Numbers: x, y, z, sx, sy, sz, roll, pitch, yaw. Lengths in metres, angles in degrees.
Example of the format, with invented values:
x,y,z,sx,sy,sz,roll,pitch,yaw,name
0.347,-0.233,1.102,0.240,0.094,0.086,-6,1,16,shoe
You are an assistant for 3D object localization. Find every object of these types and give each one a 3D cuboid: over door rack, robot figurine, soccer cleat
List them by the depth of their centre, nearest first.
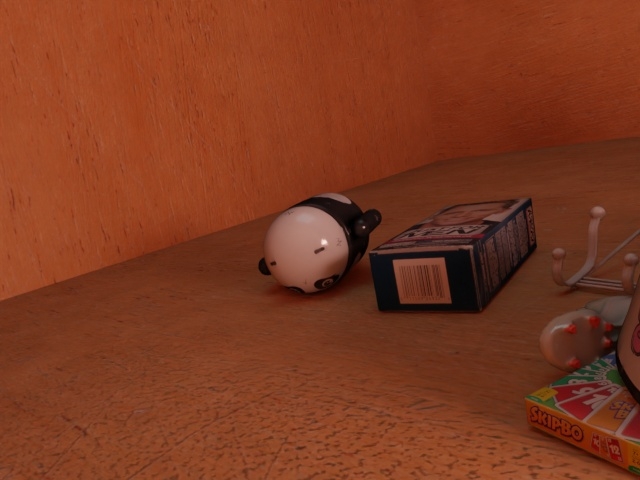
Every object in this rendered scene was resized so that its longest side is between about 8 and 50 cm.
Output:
x,y,z,sx,sy,sz,roll,pitch,yaw,name
0.299,0.099,0.661,0.196,0.068,0.076,-9,3,-30,soccer cleat
0.522,-0.007,0.854,0.324,0.108,0.239,-17,13,-30,over door rack
-0.001,0.003,1.200,0.173,0.209,0.278,29,21,10,robot figurine

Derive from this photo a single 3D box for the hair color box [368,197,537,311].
x,y,z,sx,sy,sz,roll,pitch,yaw,name
0.241,0.016,1.040,0.173,0.105,0.347,-4,12,33,hair color box

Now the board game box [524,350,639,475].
x,y,z,sx,sy,sz,roll,pitch,yaw,name
0.326,0.129,0.553,0.259,0.039,0.124,-14,12,-27,board game box

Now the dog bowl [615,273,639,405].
x,y,z,sx,sy,sz,roll,pitch,yaw,name
0.448,0.039,0.456,0.407,0.151,0.408,-7,16,2,dog bowl
